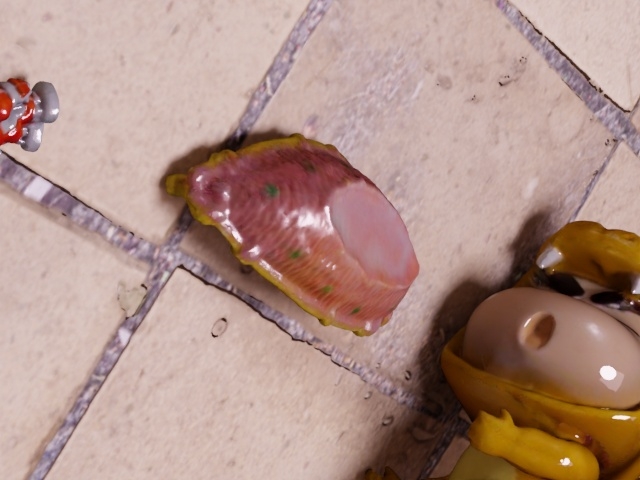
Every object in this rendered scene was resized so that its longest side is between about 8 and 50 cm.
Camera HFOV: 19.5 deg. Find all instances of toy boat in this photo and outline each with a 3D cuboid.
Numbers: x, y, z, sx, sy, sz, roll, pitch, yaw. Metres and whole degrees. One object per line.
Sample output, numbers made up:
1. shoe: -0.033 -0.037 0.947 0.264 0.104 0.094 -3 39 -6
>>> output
1. toy boat: 0.005 -0.001 1.461 0.318 0.099 0.141 32 61 -55

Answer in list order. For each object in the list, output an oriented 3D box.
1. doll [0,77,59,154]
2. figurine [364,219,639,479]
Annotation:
1. doll: -0.228 -0.060 1.151 0.094 0.079 0.180 -53 166 33
2. figurine: 0.197 0.211 1.717 0.387 0.268 0.401 -56 -178 -33
